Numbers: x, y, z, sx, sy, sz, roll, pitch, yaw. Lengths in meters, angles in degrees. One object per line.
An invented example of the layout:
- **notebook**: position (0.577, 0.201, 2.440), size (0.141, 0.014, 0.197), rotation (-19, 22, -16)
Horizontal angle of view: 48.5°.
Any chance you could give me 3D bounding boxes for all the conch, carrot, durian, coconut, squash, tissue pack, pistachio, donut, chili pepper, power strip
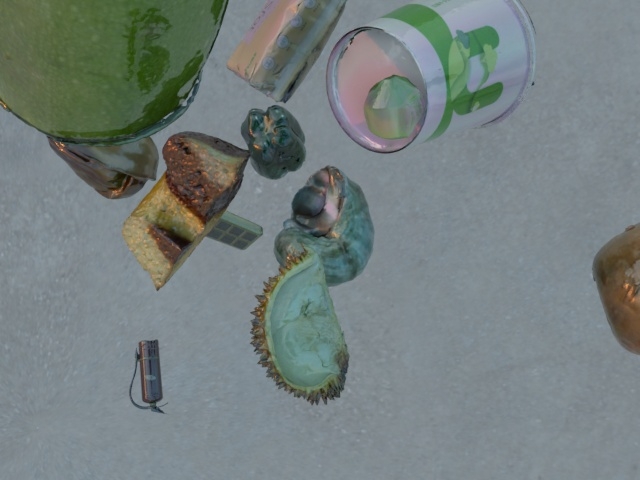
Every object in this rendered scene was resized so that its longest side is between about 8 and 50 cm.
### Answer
- **conch**: position (0.000, 0.000, 1.441), size (0.220, 0.277, 0.195), rotation (44, 29, 24)
- **carrot**: position (0.608, 0.050, 1.098), size (0.340, 0.224, 0.224), rotation (-20, 82, 18)
- **durian**: position (-0.034, 0.138, 1.027), size (0.139, 0.144, 0.252), rotation (-19, 98, -1)
- **coconut**: position (0.100, -0.185, 0.966), size (0.083, 0.081, 0.082), rotation (-8, 34, 9)
- **squash**: position (-0.202, -0.286, 0.662), size (0.263, 0.384, 0.263), rotation (8, 65, -16)
- **tissue pack**: position (-0.065, -0.415, 1.432), size (0.123, 0.215, 0.257), rotation (32, 98, -32)
- **pistachio**: position (-0.342, -0.150, 1.091), size (0.210, 0.165, 0.130), rotation (40, 107, 2)
- **donut**: position (-0.181, -0.075, 1.010), size (0.112, 0.295, 0.151), rotation (38, 43, -7)
- **chili pepper**: position (-0.119, -0.254, 1.910), size (0.165, 0.261, 0.174), rotation (-28, 69, 1)
- **power strip**: position (-0.196, -0.029, 1.364), size (0.169, 0.076, 0.028), rotation (23, 47, -31)

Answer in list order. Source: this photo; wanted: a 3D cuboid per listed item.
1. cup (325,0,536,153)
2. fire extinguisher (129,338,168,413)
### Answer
- **cup**: position (0.161, -0.265, 1.108), size (0.274, 0.253, 0.253), rotation (-28, 88, -40)
- **fire extinguisher**: position (-0.361, 0.288, 1.481), size (0.078, 0.045, 0.157), rotation (-8, 73, -3)
